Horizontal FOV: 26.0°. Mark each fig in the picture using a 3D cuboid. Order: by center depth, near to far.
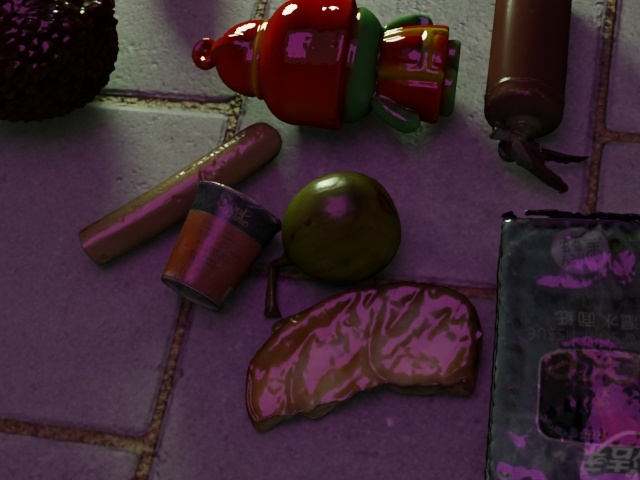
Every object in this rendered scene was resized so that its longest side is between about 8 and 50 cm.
[{"bbox_3d":[0.013,-0.004,1.747,0.186,0.142,0.148,-23,85,41],"label":"fig"}]

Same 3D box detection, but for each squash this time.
[{"bbox_3d":[-0.022,0.101,1.737,0.083,0.027,0.027,-25,60,-3],"label":"squash"}]

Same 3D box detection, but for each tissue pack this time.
[{"bbox_3d":[0.325,0.147,1.598,0.259,0.122,0.361,4,60,9],"label":"tissue pack"}]

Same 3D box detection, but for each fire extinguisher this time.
[{"bbox_3d":[0.291,-0.218,1.827,0.147,0.106,0.337,14,63,-10],"label":"fire extinguisher"}]

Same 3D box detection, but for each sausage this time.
[{"bbox_3d":[-0.181,-0.063,1.839,0.301,0.066,0.066,-34,61,-7],"label":"sausage"}]

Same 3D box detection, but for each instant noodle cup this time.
[{"bbox_3d":[-0.132,0.012,1.763,0.127,0.127,0.135,23,76,21],"label":"instant noodle cup"}]

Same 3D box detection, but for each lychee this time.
[{"bbox_3d":[-0.398,-0.273,1.903,0.271,0.236,0.236,-32,57,20],"label":"lychee"}]

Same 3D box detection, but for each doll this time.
[{"bbox_3d":[0.003,-0.237,1.846,0.363,0.160,0.182,4,69,13],"label":"doll"}]

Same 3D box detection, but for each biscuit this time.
[{"bbox_3d":[0.049,0.134,1.690,0.299,0.045,0.154,-10,70,5],"label":"biscuit"}]
